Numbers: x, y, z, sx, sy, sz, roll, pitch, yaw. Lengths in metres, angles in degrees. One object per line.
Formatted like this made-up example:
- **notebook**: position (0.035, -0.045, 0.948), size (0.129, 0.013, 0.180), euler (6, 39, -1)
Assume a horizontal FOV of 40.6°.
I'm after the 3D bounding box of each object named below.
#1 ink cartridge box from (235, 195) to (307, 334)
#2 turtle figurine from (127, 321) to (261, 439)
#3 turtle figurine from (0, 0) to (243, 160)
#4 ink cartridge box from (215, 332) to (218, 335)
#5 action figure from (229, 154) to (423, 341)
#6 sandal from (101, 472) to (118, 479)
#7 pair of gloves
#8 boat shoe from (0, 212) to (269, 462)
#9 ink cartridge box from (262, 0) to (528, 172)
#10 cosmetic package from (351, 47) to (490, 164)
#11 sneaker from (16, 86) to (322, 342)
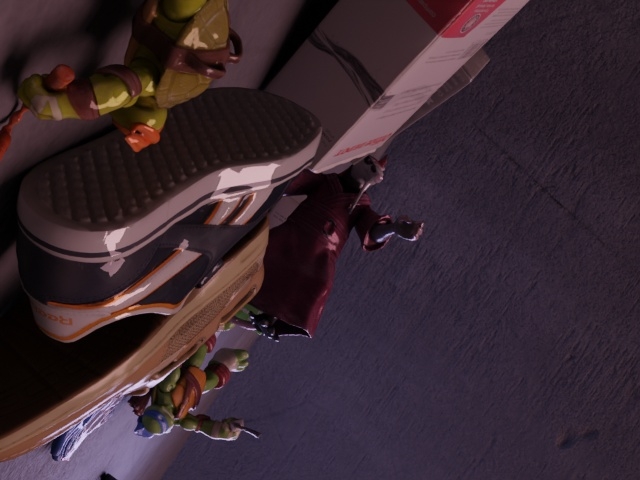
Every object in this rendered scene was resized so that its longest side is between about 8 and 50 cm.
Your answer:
- **ink cartridge box**: position (-0.065, 0.020, 1.688), size (0.273, 0.114, 0.198), euler (-57, 175, 23)
- **turtle figurine**: position (-0.176, 0.231, 1.490), size (0.274, 0.198, 0.266), euler (-45, -172, 28)
- **turtle figurine**: position (-0.091, -0.132, 0.524), size (0.217, 0.087, 0.269), euler (-58, 174, 34)
- **ink cartridge box**: position (-0.232, 0.199, 1.792), size (0.115, 0.029, 0.063), euler (-57, 176, 30)
- **action figure**: position (0.000, 0.000, 1.414), size (0.370, 0.248, 0.276), euler (-51, 175, -17)
- **sandal**: position (-0.437, 0.563, 1.849), size (0.054, 0.097, 0.254), euler (-52, 175, -31)
- **pair of gloves**: position (-0.326, 0.250, 1.244), size (0.159, 0.023, 0.198), euler (-53, 174, -19)
- **boat shoe**: position (-0.164, 0.086, 0.751), size (0.341, 0.121, 0.110), euler (-37, 141, -34)
- **ink cartridge box**: position (0.085, -0.224, 1.006), size (0.283, 0.117, 0.207), euler (-44, 172, 30)
- **cosmetic package**: position (0.105, -0.226, 1.228), size (0.238, 0.127, 0.107), euler (-36, -172, 37)
- **sneaker**: position (-0.119, -0.032, 0.709), size (0.321, 0.126, 0.128), euler (-33, 149, -50)
